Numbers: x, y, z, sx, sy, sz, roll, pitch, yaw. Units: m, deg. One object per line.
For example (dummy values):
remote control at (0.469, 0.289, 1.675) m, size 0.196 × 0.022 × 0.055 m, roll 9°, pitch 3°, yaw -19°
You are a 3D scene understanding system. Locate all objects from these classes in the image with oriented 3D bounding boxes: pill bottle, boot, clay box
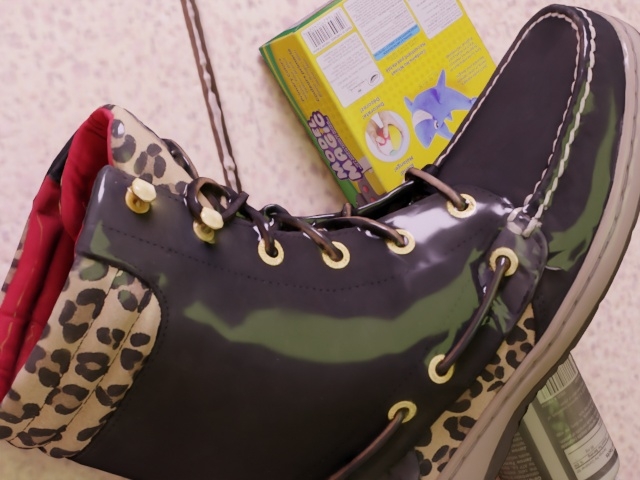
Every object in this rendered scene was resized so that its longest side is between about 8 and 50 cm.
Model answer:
pill bottle at (0.148, 0.131, 0.946) m, size 0.078 × 0.078 × 0.137 m, roll -31°, pitch 100°, yaw -33°
boot at (0.000, 0.000, 0.798) m, size 0.284 × 0.138 × 0.377 m, roll 25°, pitch 95°, yaw -25°
clay box at (0.070, -0.063, 0.939) m, size 0.127 × 0.053 × 0.222 m, roll -37°, pitch 105°, yaw -29°
